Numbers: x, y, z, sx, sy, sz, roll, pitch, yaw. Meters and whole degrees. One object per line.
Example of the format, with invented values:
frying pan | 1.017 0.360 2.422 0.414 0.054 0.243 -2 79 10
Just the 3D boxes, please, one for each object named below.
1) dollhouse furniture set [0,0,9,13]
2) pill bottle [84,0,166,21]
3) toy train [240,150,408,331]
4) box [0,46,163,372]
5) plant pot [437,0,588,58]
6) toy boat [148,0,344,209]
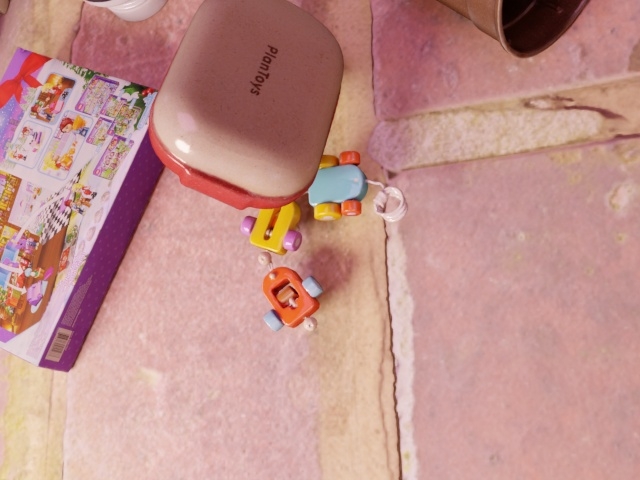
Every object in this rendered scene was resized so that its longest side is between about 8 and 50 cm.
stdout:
dollhouse furniture set | -0.454 -0.265 0.939 0.129 0.129 0.183 7 77 21
pill bottle | -0.230 -0.305 0.840 0.108 0.193 0.108 -6 72 18
toy train | 0.000 0.000 0.756 0.166 0.046 0.125 -45 67 5
box | -0.285 -0.038 0.854 0.201 0.057 0.293 20 82 22
plant pot | 0.143 -0.270 0.730 0.165 0.167 0.167 36 88 31
toy boat | -0.072 -0.117 0.768 0.151 0.151 0.231 24 54 -12
